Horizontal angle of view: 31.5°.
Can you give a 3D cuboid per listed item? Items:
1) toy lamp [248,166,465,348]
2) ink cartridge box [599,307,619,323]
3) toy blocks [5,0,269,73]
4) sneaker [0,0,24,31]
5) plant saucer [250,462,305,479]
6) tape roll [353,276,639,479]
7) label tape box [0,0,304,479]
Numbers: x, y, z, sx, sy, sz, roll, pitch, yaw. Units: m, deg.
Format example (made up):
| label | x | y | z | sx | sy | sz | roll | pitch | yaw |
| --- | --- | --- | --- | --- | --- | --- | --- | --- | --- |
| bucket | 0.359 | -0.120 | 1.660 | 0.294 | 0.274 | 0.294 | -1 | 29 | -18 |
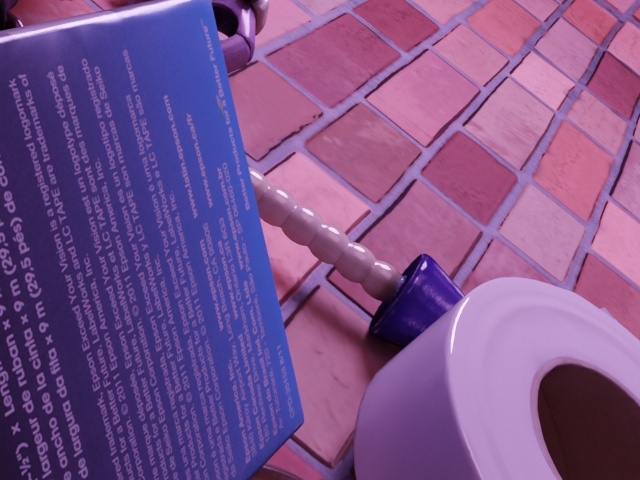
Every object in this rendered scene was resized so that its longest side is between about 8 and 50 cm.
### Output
| label | x | y | z | sx | sy | sz | roll | pitch | yaw |
| --- | --- | --- | --- | --- | --- | --- | --- | --- | --- |
| toy lamp | 0.000 | 0.000 | 0.883 | 0.275 | 0.080 | 0.080 | 33 | 29 | -2 |
| ink cartridge box | 0.270 | 0.157 | 0.965 | 0.109 | 0.062 | 0.209 | -5 | 50 | -52 |
| toy blocks | -0.204 | -0.240 | 0.915 | 0.289 | 0.309 | 0.260 | 27 | 61 | 6 |
| sneaker | -0.252 | -0.112 | 0.675 | 0.281 | 0.162 | 0.106 | 43 | 29 | 11 |
| plant saucer | -0.029 | 0.187 | 0.620 | 0.199 | 0.036 | 0.198 | 27 | 29 | -17 |
| tape roll | 0.162 | 0.166 | 0.754 | 0.286 | 0.100 | 0.286 | 27 | 39 | -25 |
| label tape box | -0.146 | 0.042 | 0.490 | 0.348 | 0.115 | 0.249 | -35 | 117 | -59 |
